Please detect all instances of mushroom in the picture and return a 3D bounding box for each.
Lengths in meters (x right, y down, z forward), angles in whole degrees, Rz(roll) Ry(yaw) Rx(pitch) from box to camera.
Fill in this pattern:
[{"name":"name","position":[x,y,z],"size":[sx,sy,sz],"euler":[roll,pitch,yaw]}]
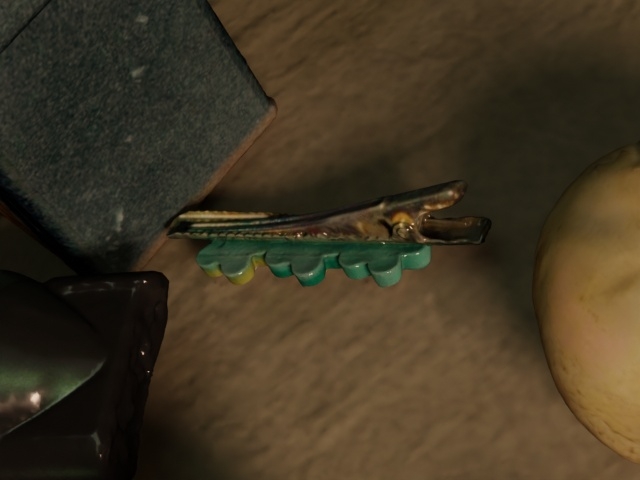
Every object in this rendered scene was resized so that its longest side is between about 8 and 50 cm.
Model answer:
[{"name":"mushroom","position":[0.153,0.020,0.523],"size":[0.148,0.112,0.148],"euler":[-13,56,20]}]

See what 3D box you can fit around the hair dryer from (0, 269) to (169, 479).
[{"name":"hair dryer","position":[-0.221,0.001,0.596],"size":[0.244,0.302,0.116],"euler":[-7,39,21]}]

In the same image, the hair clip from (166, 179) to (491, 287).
[{"name":"hair clip","position":[0.000,0.001,0.654],"size":[0.173,0.049,0.049],"euler":[-4,57,30]}]

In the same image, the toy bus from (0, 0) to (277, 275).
[{"name":"toy bus","position":[-0.172,-0.130,0.645],"size":[0.194,0.323,0.162],"euler":[33,76,35]}]
